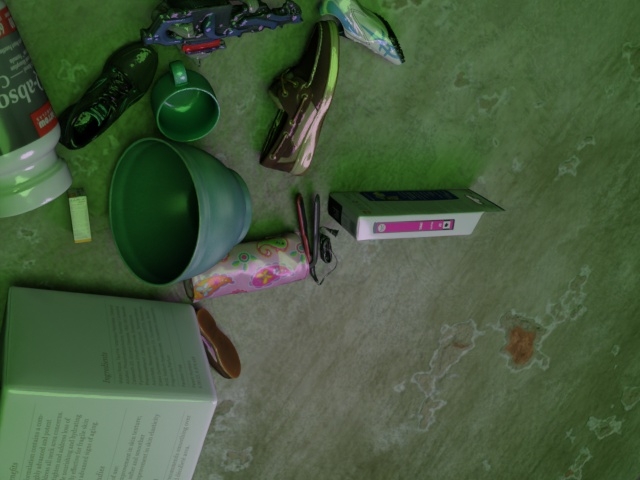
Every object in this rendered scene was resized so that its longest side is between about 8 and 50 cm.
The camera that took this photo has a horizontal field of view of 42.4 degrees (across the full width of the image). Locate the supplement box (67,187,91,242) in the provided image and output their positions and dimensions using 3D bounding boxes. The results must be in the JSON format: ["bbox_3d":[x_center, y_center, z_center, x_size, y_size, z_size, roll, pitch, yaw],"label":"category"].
[{"bbox_3d":[-0.496,-0.052,1.696,0.036,0.062,0.098,-8,114,-17],"label":"supplement box"}]

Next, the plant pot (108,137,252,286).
[{"bbox_3d":[-0.266,-0.062,1.682,0.196,0.293,0.293,-7,115,-47],"label":"plant pot"}]

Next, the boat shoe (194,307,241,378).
[{"bbox_3d":[-0.258,0.240,1.907,0.073,0.073,0.207,-14,118,26],"label":"boat shoe"}]

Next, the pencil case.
[{"bbox_3d":[-0.167,0.056,1.840,0.284,0.124,0.124,-11,114,-18],"label":"pencil case"}]

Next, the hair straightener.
[{"bbox_3d":[0.000,0.000,1.901,0.089,0.047,0.230,-2,114,9],"label":"hair straightener"}]

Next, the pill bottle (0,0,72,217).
[{"bbox_3d":[-0.603,-0.240,1.498,0.210,0.210,0.362,-23,117,-11],"label":"pill bottle"}]

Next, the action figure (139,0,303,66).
[{"bbox_3d":[-0.198,-0.494,1.579,0.341,0.178,0.330,-10,136,-34],"label":"action figure"}]

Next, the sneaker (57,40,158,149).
[{"bbox_3d":[-0.410,-0.276,1.618,0.101,0.106,0.267,40,91,-28],"label":"sneaker"}]

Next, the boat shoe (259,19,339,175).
[{"bbox_3d":[-0.051,-0.302,1.738,0.123,0.123,0.341,9,118,-18],"label":"boat shoe"}]

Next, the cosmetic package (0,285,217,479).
[{"bbox_3d":[-0.459,0.329,1.681,0.394,0.327,0.329,9,119,-24],"label":"cosmetic package"}]

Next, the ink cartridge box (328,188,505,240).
[{"bbox_3d":[0.220,-0.066,1.903,0.371,0.176,0.069,-5,112,-20],"label":"ink cartridge box"}]

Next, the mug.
[{"bbox_3d":[-0.270,-0.288,1.653,0.130,0.097,0.157,10,127,-34],"label":"mug"}]

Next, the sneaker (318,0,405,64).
[{"bbox_3d":[0.092,-0.451,1.765,0.086,0.085,0.237,-37,126,26],"label":"sneaker"}]
